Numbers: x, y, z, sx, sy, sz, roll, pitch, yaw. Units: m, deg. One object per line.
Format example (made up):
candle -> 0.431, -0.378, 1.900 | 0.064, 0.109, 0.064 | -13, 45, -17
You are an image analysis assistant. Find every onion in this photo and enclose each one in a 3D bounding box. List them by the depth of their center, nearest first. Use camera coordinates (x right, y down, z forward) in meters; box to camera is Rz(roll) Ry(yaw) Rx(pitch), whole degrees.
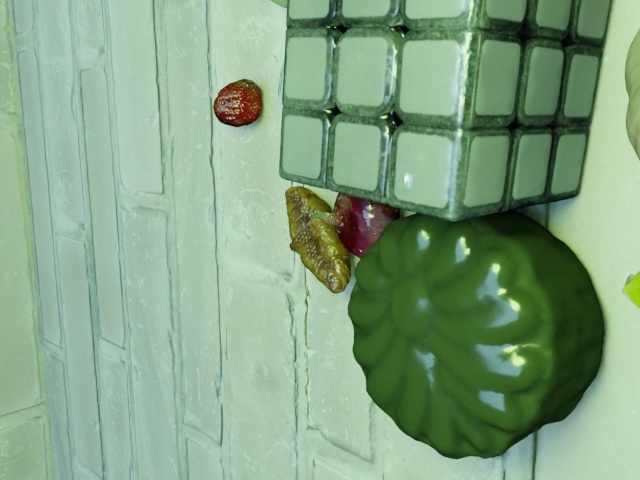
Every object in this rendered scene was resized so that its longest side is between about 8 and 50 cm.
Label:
onion -> 0.050, -0.043, 1.095 | 0.150, 0.140, 0.150 | -12, 77, 59

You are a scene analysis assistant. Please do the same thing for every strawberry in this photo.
strawberry -> -0.166, -0.280, 1.310 | 0.106, 0.106, 0.106 | 11, 106, 45

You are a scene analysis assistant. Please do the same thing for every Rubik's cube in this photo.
Rubik's cube -> 0.153, -0.209, 0.833 | 0.305, 0.300, 0.304 | 16, 108, 43

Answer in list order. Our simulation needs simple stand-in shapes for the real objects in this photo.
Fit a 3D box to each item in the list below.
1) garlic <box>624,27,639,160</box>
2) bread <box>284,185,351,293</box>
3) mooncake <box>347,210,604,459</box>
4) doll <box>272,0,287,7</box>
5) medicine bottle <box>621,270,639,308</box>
garlic -> 0.436, -0.155, 0.584 | 0.317, 0.259, 0.318 | -13, 59, 23
bread -> 0.000, 0.000, 1.204 | 0.105, 0.076, 0.233 | -41, 60, 30
mooncake -> 0.202, 0.121, 0.927 | 0.356, 0.194, 0.357 | 12, 107, 44
doll -> -0.023, -0.469, 1.121 | 0.275, 0.113, 0.155 | 19, 102, 51
medicine bottle -> 0.468, 0.087, 0.677 | 0.250, 0.141, 0.137 | 51, 127, 27
